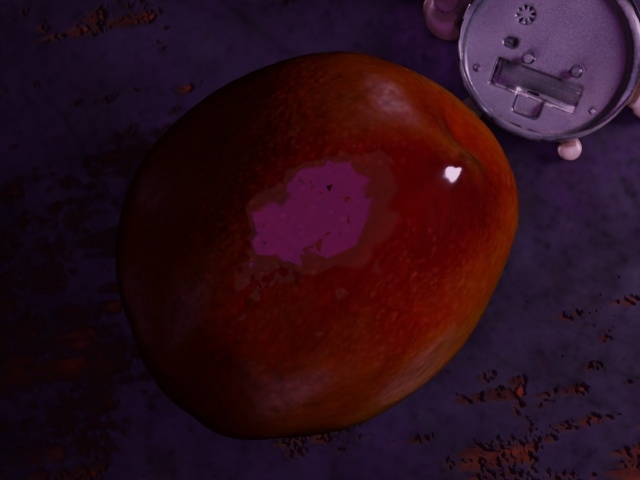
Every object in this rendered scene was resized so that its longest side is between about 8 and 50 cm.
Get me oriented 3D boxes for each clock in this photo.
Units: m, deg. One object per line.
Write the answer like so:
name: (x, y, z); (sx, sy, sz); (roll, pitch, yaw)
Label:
clock: (0.189, -0.154, 1.144); (0.229, 0.063, 0.156); (25, 98, 10)

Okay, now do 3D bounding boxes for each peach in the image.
peach: (0.000, 0.000, 1.069); (0.332, 0.308, 0.308); (-35, 86, 43)
